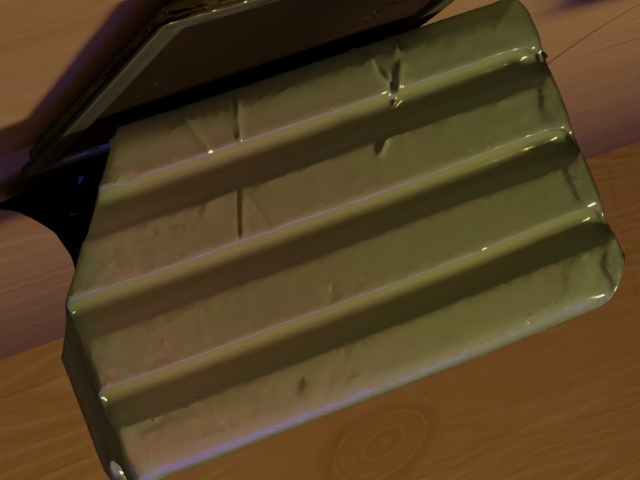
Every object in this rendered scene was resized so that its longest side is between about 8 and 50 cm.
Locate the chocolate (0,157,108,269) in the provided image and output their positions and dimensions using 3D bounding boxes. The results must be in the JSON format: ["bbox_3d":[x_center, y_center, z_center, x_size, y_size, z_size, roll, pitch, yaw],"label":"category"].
[{"bbox_3d":[-0.050,0.019,1.073,0.206,0.177,0.224,-18,-177,46],"label":"chocolate"}]

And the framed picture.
[{"bbox_3d":[-0.022,-0.097,0.858,0.216,0.016,0.273,-19,176,-25],"label":"framed picture"}]

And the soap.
[{"bbox_3d":[0.000,0.000,0.923,0.290,0.172,0.095,-20,177,-17],"label":"soap"}]
